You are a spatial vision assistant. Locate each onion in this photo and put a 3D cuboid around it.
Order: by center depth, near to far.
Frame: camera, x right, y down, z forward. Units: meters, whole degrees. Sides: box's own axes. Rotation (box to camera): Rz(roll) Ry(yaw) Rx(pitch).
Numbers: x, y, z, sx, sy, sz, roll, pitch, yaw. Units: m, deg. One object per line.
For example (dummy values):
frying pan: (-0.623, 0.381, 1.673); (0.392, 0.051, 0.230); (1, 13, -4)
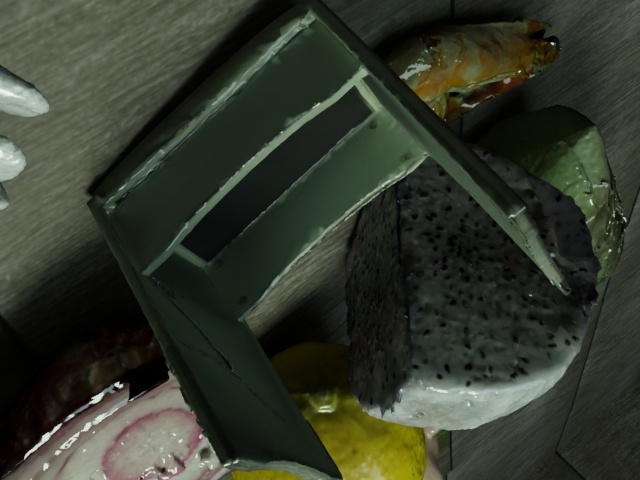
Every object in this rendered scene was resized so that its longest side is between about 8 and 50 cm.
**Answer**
onion: (-0.212, 0.178, 0.699); (0.280, 0.146, 0.314); (-25, 151, -16)

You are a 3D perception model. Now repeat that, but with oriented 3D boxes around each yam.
yam: (0.288, -0.044, 0.973); (0.202, 0.201, 0.271); (-45, 141, -2)

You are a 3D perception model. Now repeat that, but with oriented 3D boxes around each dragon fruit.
dragon fruit: (0.146, 0.065, 0.794); (0.204, 0.283, 0.221); (8, 147, -12)

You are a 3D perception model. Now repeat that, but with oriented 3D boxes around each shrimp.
shrimp: (0.152, -0.167, 0.796); (0.294, 0.062, 0.154); (-19, 150, -26)

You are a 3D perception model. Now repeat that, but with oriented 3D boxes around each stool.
stool: (0.000, 0.000, 0.584); (0.243, 0.270, 0.170); (-41, 146, 8)

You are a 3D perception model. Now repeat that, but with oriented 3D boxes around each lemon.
lemon: (0.008, 0.260, 0.928); (0.245, 0.245, 0.320); (-32, 145, -20)

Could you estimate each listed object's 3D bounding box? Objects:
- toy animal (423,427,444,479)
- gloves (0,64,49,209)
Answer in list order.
toy animal: (0.066, 0.362, 1.180); (0.221, 0.229, 0.210); (20, 151, -14)
gloves: (-0.218, -0.108, 0.373); (0.131, 0.140, 0.219); (-6, 126, -41)
